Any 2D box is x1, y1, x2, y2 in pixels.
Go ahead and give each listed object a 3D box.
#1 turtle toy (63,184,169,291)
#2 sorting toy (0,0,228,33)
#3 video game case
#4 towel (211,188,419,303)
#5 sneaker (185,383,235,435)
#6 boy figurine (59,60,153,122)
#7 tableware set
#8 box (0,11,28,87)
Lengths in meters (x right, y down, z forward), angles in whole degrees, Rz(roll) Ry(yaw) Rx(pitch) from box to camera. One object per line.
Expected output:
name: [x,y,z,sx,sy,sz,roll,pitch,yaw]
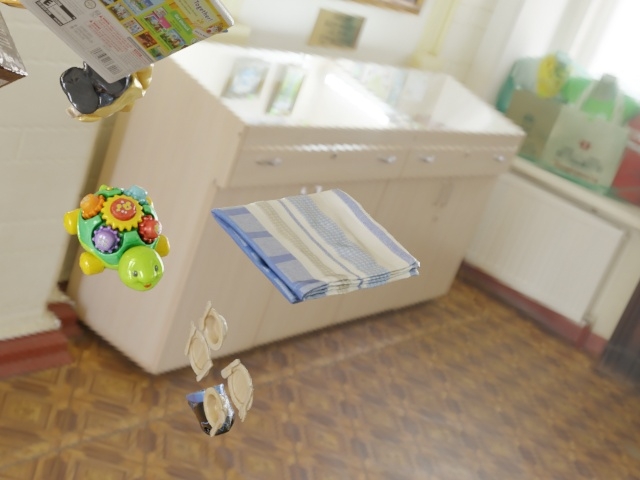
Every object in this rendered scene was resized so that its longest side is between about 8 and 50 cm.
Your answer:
turtle toy: [-0.195,-0.004,0.978,0.095,0.066,0.130,-16,67,-27]
sorting toy: [-0.311,-0.367,1.507,0.348,0.047,0.196,4,5,-13]
video game case: [-0.253,-0.311,1.306,0.227,0.206,0.026,46,25,-62]
towel: [0.000,0.000,1.458,0.285,0.034,0.209,-11,48,-48]
sneaker: [-0.209,0.328,1.881,0.081,0.090,0.232,-16,-6,-8]
boy figurine: [-0.364,-0.273,1.717,0.092,0.177,0.285,53,4,-7]
tableware set: [-0.137,0.168,1.275,0.020,0.141,0.168,-7,59,-32]
box: [-0.687,-0.425,1.704,0.143,0.191,0.381,-10,77,-83]
